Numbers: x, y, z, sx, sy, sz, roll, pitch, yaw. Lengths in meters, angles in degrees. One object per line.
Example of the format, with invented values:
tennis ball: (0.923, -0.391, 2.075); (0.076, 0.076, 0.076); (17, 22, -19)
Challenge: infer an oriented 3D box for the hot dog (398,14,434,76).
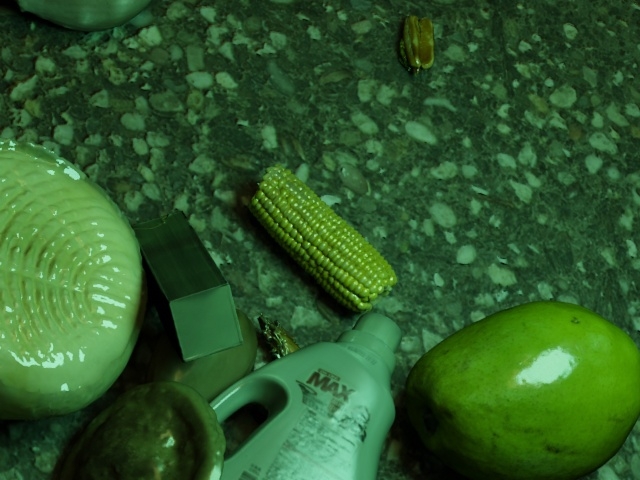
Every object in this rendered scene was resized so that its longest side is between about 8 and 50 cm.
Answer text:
hot dog: (0.154, -0.313, 2.355); (0.056, 0.041, 0.133); (14, 47, -13)

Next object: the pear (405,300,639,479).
pear: (0.271, 0.206, 1.928); (0.307, 0.253, 0.253); (-11, 63, -22)

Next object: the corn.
corn: (0.000, 0.000, 2.055); (0.244, 0.093, 0.093); (45, 54, 11)

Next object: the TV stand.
TV stand: (-0.176, 0.053, 1.860); (0.082, 0.088, 0.269); (-17, 24, -10)

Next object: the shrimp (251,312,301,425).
shrimp: (-0.056, 0.188, 1.950); (0.124, 0.034, 0.178); (-35, 83, -30)

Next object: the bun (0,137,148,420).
bun: (-0.394, 0.062, 1.788); (0.364, 0.202, 0.364); (24, 45, -27)

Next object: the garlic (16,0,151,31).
garlic: (-0.341, -0.463, 2.202); (0.245, 0.231, 0.340); (-19, 37, 18)

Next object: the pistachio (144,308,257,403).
pistachio: (-0.158, 0.157, 1.888); (0.185, 0.108, 0.126); (-43, 101, -29)

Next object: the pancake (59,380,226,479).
pancake: (-0.217, 0.271, 1.740); (0.241, 0.050, 0.242); (-17, 49, 21)

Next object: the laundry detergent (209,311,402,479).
laundry detergent: (-0.024, 0.246, 1.849); (0.264, 0.125, 0.398); (30, 57, 5)
